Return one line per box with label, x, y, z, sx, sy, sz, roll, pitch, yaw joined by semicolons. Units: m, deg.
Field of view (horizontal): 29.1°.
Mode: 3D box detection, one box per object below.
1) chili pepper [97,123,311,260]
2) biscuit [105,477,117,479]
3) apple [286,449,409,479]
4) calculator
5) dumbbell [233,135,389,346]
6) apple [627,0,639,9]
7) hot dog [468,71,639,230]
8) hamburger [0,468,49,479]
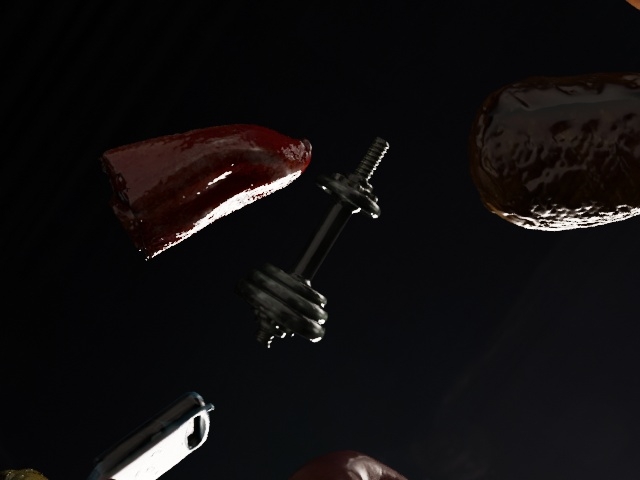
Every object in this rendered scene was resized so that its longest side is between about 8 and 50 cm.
chili pepper;-0.134;-0.084;1.473;0.136;0.253;0.144;-127;15;-69
biscuit;-0.390;0.486;1.664;0.318;0.312;0.110;-97;-19;-44
apple;0.046;0.492;2.044;0.306;0.235;0.305;33;-166;-10
calculator;-0.312;0.387;2.262;0.051;0.293;0.173;43;152;24
dumbbell;0.000;0.000;1.322;0.110;0.254;0.110;30;179;1
apple;0.423;-0.386;1.466;0.242;0.241;0.242;11;-136;-11
hot dog;0.260;-0.094;1.232;0.227;0.160;0.099;-2;172;4
hamburger;-0.322;0.402;1.398;0.134;0.265;0.285;-22;-97;-35
